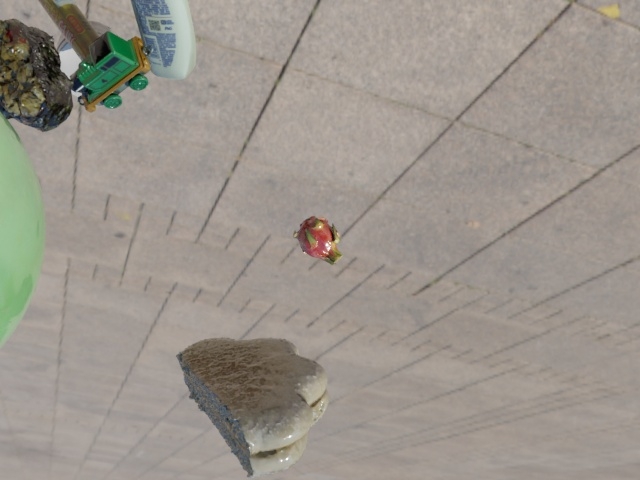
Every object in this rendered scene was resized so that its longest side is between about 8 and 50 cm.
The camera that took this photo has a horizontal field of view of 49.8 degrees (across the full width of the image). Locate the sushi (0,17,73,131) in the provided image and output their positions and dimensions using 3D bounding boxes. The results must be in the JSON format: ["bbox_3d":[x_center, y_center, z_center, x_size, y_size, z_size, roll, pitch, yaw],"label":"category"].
[{"bbox_3d":[-0.574,-0.313,1.330,0.147,0.213,0.115,-27,167,27],"label":"sushi"}]

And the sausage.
[{"bbox_3d":[-0.616,-0.549,1.666,0.082,0.371,0.082,-35,162,-13],"label":"sausage"}]

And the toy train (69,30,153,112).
[{"bbox_3d":[-0.462,-0.368,1.496,0.227,0.091,0.136,-28,157,19],"label":"toy train"}]

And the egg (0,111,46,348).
[{"bbox_3d":[-0.289,0.002,0.424,0.220,0.220,0.270,17,135,-19],"label":"egg"}]

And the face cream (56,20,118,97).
[{"bbox_3d":[-0.618,-0.486,1.854,0.177,0.153,0.177,-8,125,-12],"label":"face cream"}]

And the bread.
[{"bbox_3d":[-0.095,0.230,1.061,0.183,0.102,0.337,-15,-160,-24],"label":"bread"}]

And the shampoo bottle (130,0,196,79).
[{"bbox_3d":[-0.358,-0.530,1.544,0.134,0.078,0.359,13,141,14],"label":"shampoo bottle"}]

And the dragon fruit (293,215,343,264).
[{"bbox_3d":[0.000,0.002,1.435,0.081,0.116,0.086,-26,168,-48],"label":"dragon fruit"}]
